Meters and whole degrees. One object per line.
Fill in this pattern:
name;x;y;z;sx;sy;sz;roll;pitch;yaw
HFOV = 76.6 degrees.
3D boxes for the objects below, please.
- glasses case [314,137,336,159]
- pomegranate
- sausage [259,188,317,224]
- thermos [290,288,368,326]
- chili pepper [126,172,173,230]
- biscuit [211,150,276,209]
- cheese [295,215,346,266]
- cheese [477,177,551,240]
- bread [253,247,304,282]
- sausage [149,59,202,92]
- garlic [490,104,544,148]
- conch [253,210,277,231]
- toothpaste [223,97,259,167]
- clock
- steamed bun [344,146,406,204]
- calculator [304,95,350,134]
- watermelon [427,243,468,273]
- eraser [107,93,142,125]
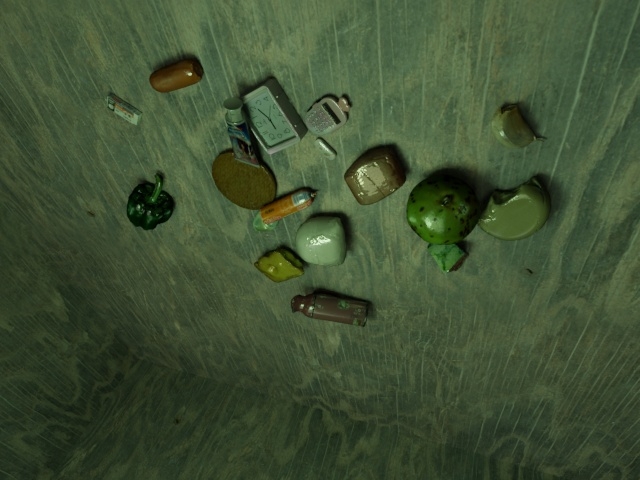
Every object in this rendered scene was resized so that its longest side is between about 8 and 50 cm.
glasses case;0.015;-0.291;1.289;0.083;0.021;0.032;42;138;-18
pomegranate;0.358;-0.084;1.216;0.211;0.211;0.263;20;171;6
sausage;-0.113;-0.128;1.465;0.234;0.071;0.071;-21;122;28
thermos;0.037;0.281;1.760;0.330;0.136;0.109;10;164;-2
chili pepper;-0.710;-0.160;1.680;0.174;0.165;0.261;41;136;1
biscuit;-0.280;-0.221;1.495;0.262;0.037;0.262;14;137;14
cheese;0.000;0.000;1.492;0.189;0.154;0.198;-4;129;6
cheese;0.568;-0.092;1.169;0.175;0.091;0.202;29;137;-2
bread;-0.178;0.105;1.744;0.233;0.088;0.161;-25;113;44
sausage;-0.454;-0.509;1.260;0.197;0.076;0.076;-1;132;29
garlic;0.493;-0.276;1.034;0.152;0.066;0.084;45;133;-17
conch;-0.216;-0.074;1.592;0.180;0.065;0.088;-20;123;44
toothpaste;-0.253;-0.328;1.285;0.096;0.061;0.266;22;152;13
clock;-0.152;-0.379;1.250;0.150;0.063;0.197;-12;126;36
steamed bun;0.165;-0.203;1.249;0.175;0.106;0.145;-25;114;26
calculator;0.022;-0.372;1.202;0.166;0.024;0.103;-20;121;42
watermelon;0.457;0.067;1.377;0.098;0.121;0.158;-39;114;23
eraser;-0.705;-0.470;1.455;0.122;0.029;0.052;33;139;-7
